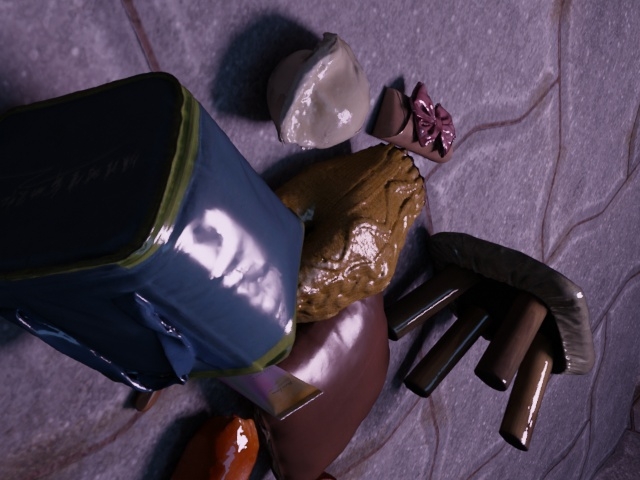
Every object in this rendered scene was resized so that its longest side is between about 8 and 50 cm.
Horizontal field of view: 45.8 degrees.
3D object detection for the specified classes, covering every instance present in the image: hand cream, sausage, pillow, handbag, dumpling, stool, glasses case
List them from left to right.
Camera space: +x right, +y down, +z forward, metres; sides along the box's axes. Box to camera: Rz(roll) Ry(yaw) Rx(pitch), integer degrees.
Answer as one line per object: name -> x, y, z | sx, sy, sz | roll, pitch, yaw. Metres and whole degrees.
handbag -> -0.167, 0.002, 0.691 | 0.241, 0.263, 0.222 | 53, 39, -51
sausage -> -0.194, 0.159, 0.937 | 0.116, 0.026, 0.026 | -61, 144, -8
sausage -> -0.183, 0.390, 1.020 | 0.097, 0.094, 0.348 | 27, 88, -41
hand cream -> -0.086, 0.170, 0.953 | 0.076, 0.174, 0.047 | -24, 126, -43
dumpling -> 0.000, -0.188, 0.932 | 0.199, 0.119, 0.136 | -47, 147, -60
pillow -> 0.013, 0.209, 1.164 | 0.305, 0.108, 0.307 | -46, 143, -33
glasses case -> 0.168, -0.184, 1.182 | 0.194, 0.070, 0.102 | 11, 98, -54
stool -> 0.292, 0.175, 1.334 | 0.226, 0.310, 0.310 | -52, 139, -20

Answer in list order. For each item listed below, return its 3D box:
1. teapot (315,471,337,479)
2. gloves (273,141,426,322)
teapot -> -0.016, 0.445, 1.289 | 0.129, 0.078, 0.098 | 11, 59, -45
gloves -> 0.016, 0.000, 1.012 | 0.356, 0.155, 0.203 | -39, 132, -29
